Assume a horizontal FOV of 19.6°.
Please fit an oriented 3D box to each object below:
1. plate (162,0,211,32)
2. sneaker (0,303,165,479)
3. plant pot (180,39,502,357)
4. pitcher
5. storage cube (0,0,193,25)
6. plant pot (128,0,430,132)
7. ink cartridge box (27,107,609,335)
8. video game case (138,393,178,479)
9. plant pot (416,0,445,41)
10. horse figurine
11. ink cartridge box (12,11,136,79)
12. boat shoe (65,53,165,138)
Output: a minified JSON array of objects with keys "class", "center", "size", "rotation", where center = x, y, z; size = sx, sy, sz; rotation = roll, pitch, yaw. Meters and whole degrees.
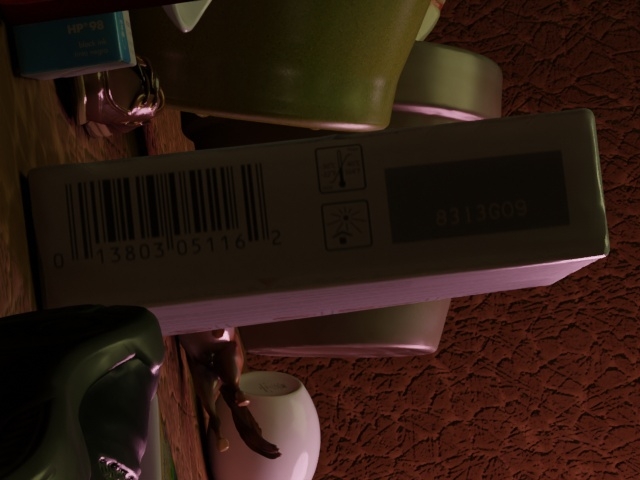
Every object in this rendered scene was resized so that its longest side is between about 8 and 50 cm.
[{"class":"plate","center":[-0.078,-0.320,1.162],"size":[0.278,0.045,0.277],"rotation":[76,31,-42]},{"class":"sneaker","center":[-0.097,0.100,0.647],"size":[0.227,0.087,0.130],"rotation":[-89,173,-73]},{"class":"plant pot","center":[0.020,-0.029,1.822],"size":[0.323,0.323,0.280],"rotation":[85,5,-84]},{"class":"pitcher","center":[-0.075,0.248,2.082],"size":[0.178,0.125,0.207],"rotation":[-145,-126,-61]},{"class":"storage cube","center":[-0.083,-0.212,0.912],"size":[0.193,0.215,0.184],"rotation":[-156,-123,-82]},{"class":"plant pot","center":[-0.037,-0.275,1.540],"size":[0.366,0.366,0.353],"rotation":[-101,-161,-84]},{"class":"ink cartridge box","center":[0.000,0.000,1.168],"size":[0.385,0.308,0.091],"rotation":[91,-8,-86]},{"class":"video game case","center":[-0.107,0.256,1.302],"size":[0.227,0.026,0.206],"rotation":[-97,180,-45]},{"class":"plant pot","center":[-0.019,-0.284,1.864],"size":[0.243,0.275,0.275],"rotation":[8,-67,45]},{"class":"horse figurine","center":[-0.108,0.096,1.844],"size":[0.174,0.066,0.263],"rotation":[-112,-175,-66]},{"class":"ink cartridge box","center":[-0.151,-0.185,1.058],"size":[0.104,0.060,0.180],"rotation":[-107,-172,-86]},{"class":"boat shoe","center":[-0.141,-0.110,1.276],"size":[0.178,0.060,0.064],"rotation":[84,-2,-85]}]
